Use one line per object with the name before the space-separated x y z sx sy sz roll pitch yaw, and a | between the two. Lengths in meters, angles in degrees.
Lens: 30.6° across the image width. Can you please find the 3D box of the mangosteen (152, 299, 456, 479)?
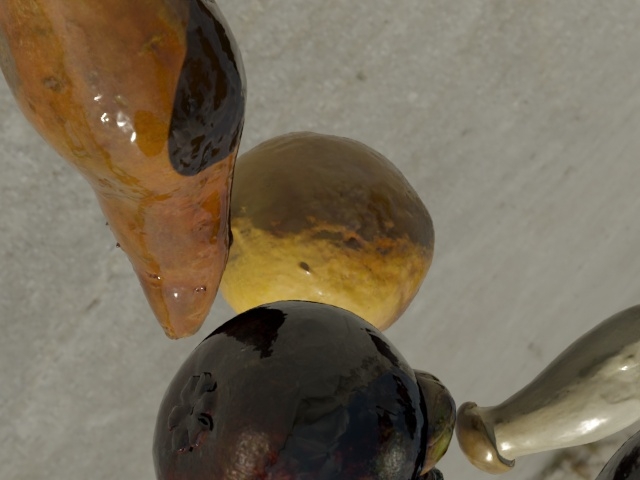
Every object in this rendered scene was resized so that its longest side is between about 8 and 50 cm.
mangosteen | -0.001 0.090 0.514 0.140 0.140 0.140 -45 160 -21

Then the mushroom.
mushroom | 0.328 0.184 1.457 0.350 0.128 0.128 -31 167 17

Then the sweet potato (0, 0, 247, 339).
sweet potato | -0.095 -0.081 0.589 0.112 0.112 0.359 -45 139 -20

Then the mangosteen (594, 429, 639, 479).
mangosteen | 0.306 0.223 0.860 0.216 0.216 0.216 -45 160 -21

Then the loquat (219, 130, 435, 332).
loquat | 0.000 0.000 1.168 0.193 0.238 0.238 -49 166 34
